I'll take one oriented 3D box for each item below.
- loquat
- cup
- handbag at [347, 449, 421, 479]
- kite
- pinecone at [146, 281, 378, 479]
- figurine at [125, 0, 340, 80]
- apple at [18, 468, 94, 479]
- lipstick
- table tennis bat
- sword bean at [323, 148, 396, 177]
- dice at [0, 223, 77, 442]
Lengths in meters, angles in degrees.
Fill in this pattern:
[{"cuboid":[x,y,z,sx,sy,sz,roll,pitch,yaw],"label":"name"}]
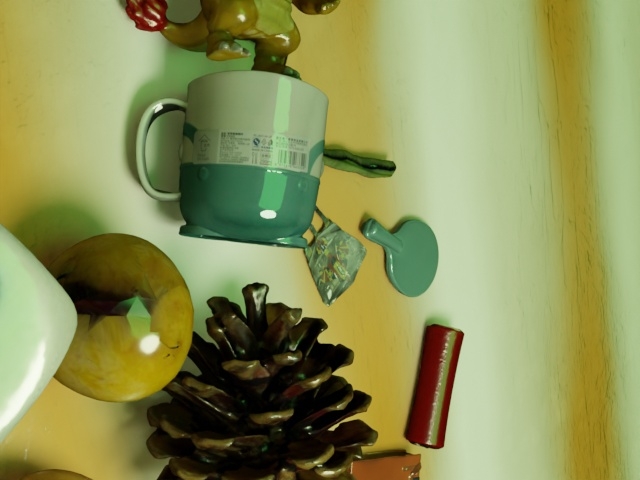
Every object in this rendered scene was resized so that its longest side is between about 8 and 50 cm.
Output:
[{"cuboid":[-0.289,0.108,1.481,0.235,0.235,0.235,-4,96,-44],"label":"loquat"},{"cuboid":[-0.137,-0.129,1.629,0.289,0.219,0.258,6,86,-9],"label":"cup"},{"cuboid":[0.109,0.467,2.012,0.190,0.062,0.127,3,90,-40],"label":"handbag"},{"cuboid":[-0.001,0.000,1.900,0.141,0.015,0.245,-56,131,-27],"label":"kite"},{"cuboid":[-0.080,0.243,1.588,0.384,0.384,0.384,-4,96,-44],"label":"pinecone"},{"cuboid":[-0.118,-0.449,1.586,0.401,0.268,0.387,12,87,-39],"label":"figurine"},{"cuboid":[-0.361,0.441,1.445,0.241,0.242,0.242,51,59,-27],"label":"apple"},{"cuboid":[0.226,0.287,2.098,0.080,0.080,0.241,18,81,-43],"label":"lipstick"},{"cuboid":[0.154,0.019,2.042,0.237,0.038,0.149,31,73,-45],"label":"table tennis bat"},{"cuboid":[0.036,-0.148,1.911,0.269,0.038,0.043,12,90,-43],"label":"sword bean"},{"cuboid":[-0.490,0.102,1.230,0.304,0.277,0.304,47,67,-23],"label":"dice"}]
